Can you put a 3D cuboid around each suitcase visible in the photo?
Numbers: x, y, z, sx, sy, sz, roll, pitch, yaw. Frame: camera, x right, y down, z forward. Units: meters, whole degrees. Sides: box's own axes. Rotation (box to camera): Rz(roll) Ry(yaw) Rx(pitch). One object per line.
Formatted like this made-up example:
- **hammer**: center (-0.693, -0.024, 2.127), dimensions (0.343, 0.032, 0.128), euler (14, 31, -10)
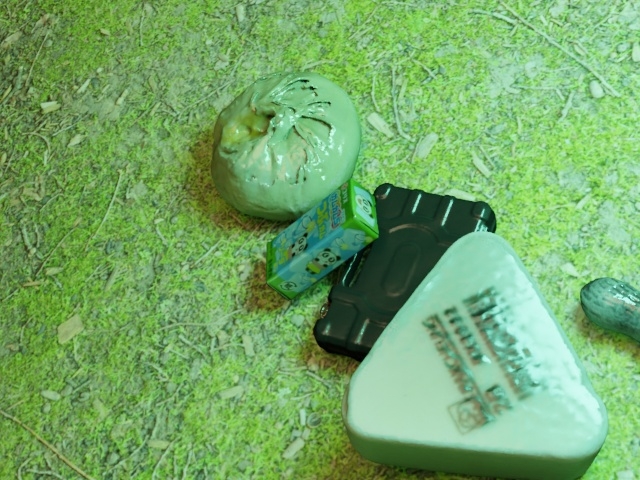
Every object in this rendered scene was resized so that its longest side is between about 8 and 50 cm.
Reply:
- **suitcase**: center (0.129, 0.057, 1.531), dimensions (0.206, 0.066, 0.285), euler (13, 67, 28)

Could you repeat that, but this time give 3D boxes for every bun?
- **bun**: center (-0.070, -0.174, 1.704), dimensions (0.287, 0.146, 0.287), euler (-11, 55, 16)

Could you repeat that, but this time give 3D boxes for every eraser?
- **eraser**: center (0.227, 0.191, 1.322), dimensions (0.332, 0.150, 0.331), euler (-2, 66, 4)

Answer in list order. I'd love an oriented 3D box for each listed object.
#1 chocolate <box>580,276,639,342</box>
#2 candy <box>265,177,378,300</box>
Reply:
- **chocolate**: center (0.426, 0.102, 1.377), dimensions (0.167, 0.072, 0.072), euler (30, 75, 31)
- **candy**: center (0.000, 0.000, 1.569), dimensions (0.194, 0.062, 0.097), euler (-37, 32, 26)
